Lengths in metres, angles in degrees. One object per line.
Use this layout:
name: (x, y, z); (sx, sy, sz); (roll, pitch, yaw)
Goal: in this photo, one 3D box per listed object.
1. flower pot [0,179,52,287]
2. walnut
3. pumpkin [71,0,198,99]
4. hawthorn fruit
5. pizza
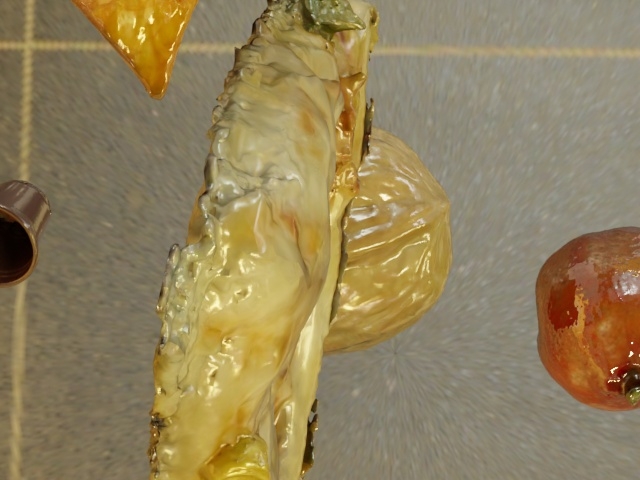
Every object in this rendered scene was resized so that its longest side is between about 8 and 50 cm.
flower pot: (-0.348, -0.017, 1.894); (0.111, 0.089, 0.111); (7, 124, 11)
walnut: (0.000, 0.000, 1.609); (0.261, 0.225, 0.225); (-17, 85, 21)
pumpkin: (-0.125, -0.225, 1.114); (0.258, 0.290, 0.095); (-44, 53, 17)
hawthorn fruit: (0.278, 0.077, 1.578); (0.169, 0.188, 0.169); (1, 118, 3)
pizza: (-0.025, 0.021, 0.997); (0.080, 0.435, 0.391); (10, 51, 2)
